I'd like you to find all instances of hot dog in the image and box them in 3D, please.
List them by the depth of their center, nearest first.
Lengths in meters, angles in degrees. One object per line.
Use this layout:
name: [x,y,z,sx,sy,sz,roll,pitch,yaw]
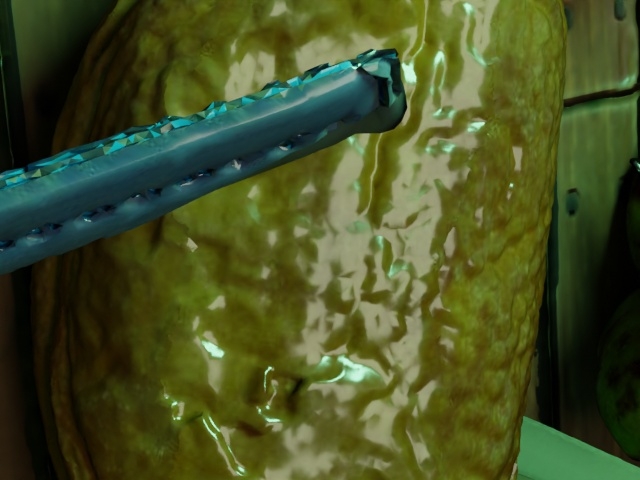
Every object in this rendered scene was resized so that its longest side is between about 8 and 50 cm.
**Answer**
hot dog: [0.000,0.000,0.691,0.196,0.122,0.272,2,96,-19]

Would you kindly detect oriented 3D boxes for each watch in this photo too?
watch: [-0.165,-0.027,0.511,0.274,0.276,0.068,-41,153,-20]

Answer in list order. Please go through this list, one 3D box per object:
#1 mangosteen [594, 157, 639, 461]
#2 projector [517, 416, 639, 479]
mangosteen: [0.241,0.031,0.839,0.243,0.243,0.243,-9,106,-33]
projector: [0.107,0.199,0.809,0.177,0.163,0.242,-53,129,-13]
